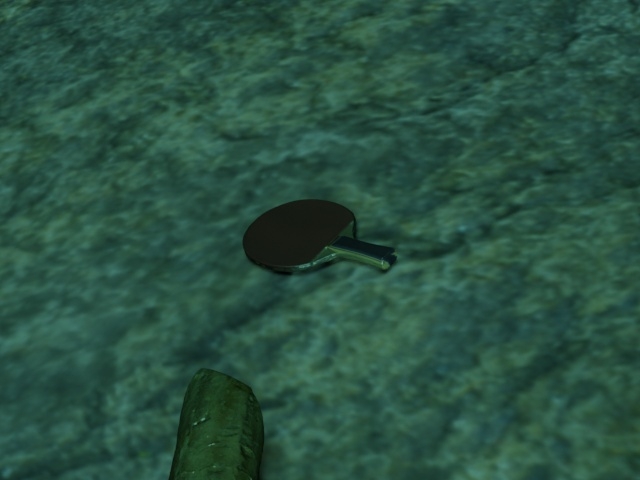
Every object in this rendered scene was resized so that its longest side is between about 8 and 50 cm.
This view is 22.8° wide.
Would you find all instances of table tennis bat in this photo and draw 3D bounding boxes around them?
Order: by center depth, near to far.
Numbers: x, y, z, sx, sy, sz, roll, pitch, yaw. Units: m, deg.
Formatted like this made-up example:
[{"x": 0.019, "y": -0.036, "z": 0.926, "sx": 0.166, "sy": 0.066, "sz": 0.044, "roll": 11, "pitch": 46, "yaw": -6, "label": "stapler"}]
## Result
[{"x": 0.000, "y": 0.000, "z": 1.393, "sx": 0.158, "sy": 0.014, "sz": 0.095, "roll": 15, "pitch": 45, "yaw": 39, "label": "table tennis bat"}]

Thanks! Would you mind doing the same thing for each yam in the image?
[{"x": -0.074, "y": 0.159, "z": 1.171, "sx": 0.070, "sy": 0.069, "sz": 0.146, "roll": -8, "pitch": 36, "yaw": 12, "label": "yam"}]
